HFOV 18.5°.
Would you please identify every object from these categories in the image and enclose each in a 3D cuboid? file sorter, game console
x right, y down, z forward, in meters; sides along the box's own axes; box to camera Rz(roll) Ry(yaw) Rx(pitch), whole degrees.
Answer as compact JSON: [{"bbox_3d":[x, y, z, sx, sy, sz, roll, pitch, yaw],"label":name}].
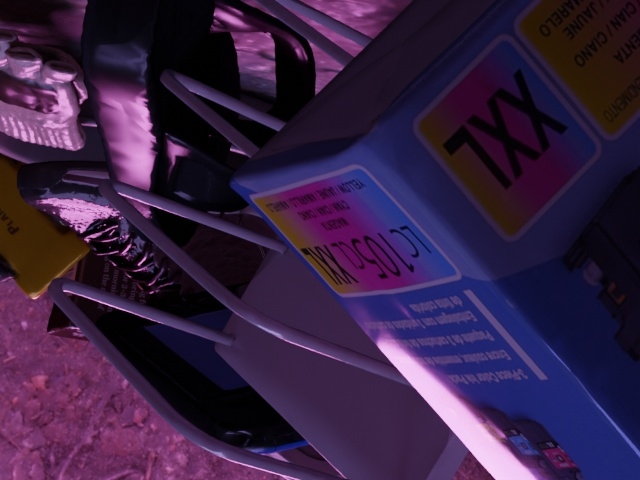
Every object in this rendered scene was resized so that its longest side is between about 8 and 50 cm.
[{"bbox_3d":[0.011,-0.029,1.017,0.173,0.278,0.193,21,-167,-42],"label":"file sorter"},{"bbox_3d":[0.000,0.000,1.278,0.250,0.173,0.293,-11,-165,-21],"label":"game console"}]

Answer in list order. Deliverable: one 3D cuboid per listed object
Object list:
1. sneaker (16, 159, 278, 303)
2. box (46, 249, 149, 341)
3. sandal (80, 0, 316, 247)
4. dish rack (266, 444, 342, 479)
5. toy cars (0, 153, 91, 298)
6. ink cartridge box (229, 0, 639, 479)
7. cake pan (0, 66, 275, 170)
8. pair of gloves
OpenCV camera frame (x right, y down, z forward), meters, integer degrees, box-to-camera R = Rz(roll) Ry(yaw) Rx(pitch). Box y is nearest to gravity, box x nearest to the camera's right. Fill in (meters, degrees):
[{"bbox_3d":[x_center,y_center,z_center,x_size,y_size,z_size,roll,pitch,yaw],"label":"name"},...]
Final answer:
[{"bbox_3d":[-0.144,0.028,1.714,0.281,0.162,0.106,14,170,-36],"label":"sneaker"},{"bbox_3d":[-0.062,0.029,1.937,0.381,0.191,0.143,11,172,-16],"label":"box"},{"bbox_3d":[-0.064,-0.087,1.220,0.107,0.167,0.446,13,171,4],"label":"sandal"},{"bbox_3d":[-0.057,0.120,2.071,0.333,0.072,0.285,35,-142,14],"label":"dish rack"},{"bbox_3d":[-0.398,-0.058,1.823,0.393,0.176,0.087,8,-163,2],"label":"toy cars"},{"bbox_3d":[0.201,0.025,0.806,0.395,0.270,0.151,49,162,-13],"label":"ink cartridge box"},{"bbox_3d":[-0.142,-0.089,1.674,0.293,0.054,0.293,8,172,1],"label":"cake pan"},{"bbox_3d":[-0.289,-0.126,1.444,0.240,0.042,0.204,15,160,-3],"label":"pair of gloves"}]
